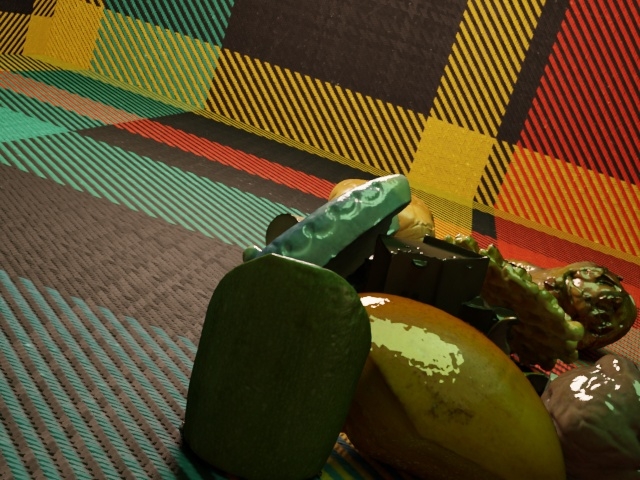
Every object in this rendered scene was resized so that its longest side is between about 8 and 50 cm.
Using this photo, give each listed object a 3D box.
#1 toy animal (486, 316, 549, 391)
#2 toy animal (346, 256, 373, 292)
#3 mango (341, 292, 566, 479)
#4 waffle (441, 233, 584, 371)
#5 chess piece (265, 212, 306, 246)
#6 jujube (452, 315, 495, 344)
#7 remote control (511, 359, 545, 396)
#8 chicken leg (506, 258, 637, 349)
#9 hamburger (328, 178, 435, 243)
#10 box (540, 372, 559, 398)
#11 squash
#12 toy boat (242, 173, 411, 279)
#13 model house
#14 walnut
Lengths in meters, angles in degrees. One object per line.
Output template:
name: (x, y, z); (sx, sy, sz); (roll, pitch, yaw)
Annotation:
toy animal: (0.269, 0.217, 1.383); (0.155, 0.219, 0.095); (-26, 51, -16)
toy animal: (0.094, 0.088, 1.627); (0.146, 0.114, 0.245); (30, 17, 6)
mango: (0.141, 0.194, 1.067); (0.350, 0.199, 0.201); (30, -1, 13)
waffle: (0.316, 0.115, 1.554); (0.307, 0.060, 0.312); (38, -20, 11)
chess piece: (0.050, 0.030, 1.808); (0.307, 0.124, 0.139); (12, -16, -36)
jujube: (0.153, 0.174, 1.276); (0.230, 0.155, 0.155); (22, 11, -27)
remote control: (0.376, 0.248, 1.478); (0.245, 0.025, 0.063); (31, -11, 43)
chicken leg: (0.440, 0.115, 1.885); (0.295, 0.182, 0.409); (-16, 29, -38)
hamburger: (0.150, -0.043, 2.100); (0.319, 0.158, 0.318); (19, 14, -5)
box: (0.408, 0.270, 1.348); (0.154, 0.084, 0.040); (21, 12, 12)
squash: (-0.043, 0.122, 0.988); (0.189, 0.260, 0.189); (14, 15, -4)
toy boat: (0.000, 0.000, 1.460); (0.123, 0.330, 0.215); (49, -17, 12)
model house: (0.192, 0.105, 1.440); (0.243, 0.211, 0.204); (11, 16, -8)
walnut: (0.401, 0.254, 1.185); (0.224, 0.224, 0.224); (17, 14, -4)
